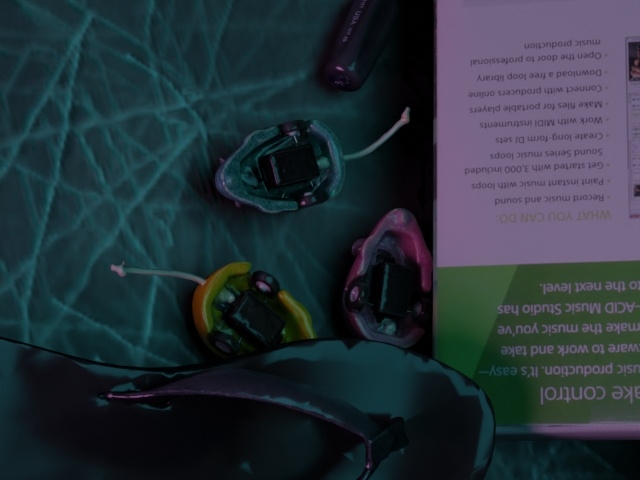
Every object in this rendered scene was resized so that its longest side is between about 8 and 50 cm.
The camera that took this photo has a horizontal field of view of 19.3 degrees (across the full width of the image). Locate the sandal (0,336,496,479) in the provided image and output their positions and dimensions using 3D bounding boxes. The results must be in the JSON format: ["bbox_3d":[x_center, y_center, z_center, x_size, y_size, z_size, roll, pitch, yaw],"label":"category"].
[{"bbox_3d":[-0.048,0.085,0.729,0.255,0.054,0.097,2,90,-19],"label":"sandal"}]

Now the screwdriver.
[{"bbox_3d":[0.039,-0.136,0.878,0.024,0.025,0.170,36,56,-19],"label":"screwdriver"}]

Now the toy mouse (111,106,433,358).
[{"bbox_3d":[0.000,0.000,0.816,0.161,0.031,0.143,36,65,-20],"label":"toy mouse"}]

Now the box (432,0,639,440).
[{"bbox_3d":[0.165,-0.073,0.819,0.232,0.058,0.322,-1,77,13],"label":"box"}]
